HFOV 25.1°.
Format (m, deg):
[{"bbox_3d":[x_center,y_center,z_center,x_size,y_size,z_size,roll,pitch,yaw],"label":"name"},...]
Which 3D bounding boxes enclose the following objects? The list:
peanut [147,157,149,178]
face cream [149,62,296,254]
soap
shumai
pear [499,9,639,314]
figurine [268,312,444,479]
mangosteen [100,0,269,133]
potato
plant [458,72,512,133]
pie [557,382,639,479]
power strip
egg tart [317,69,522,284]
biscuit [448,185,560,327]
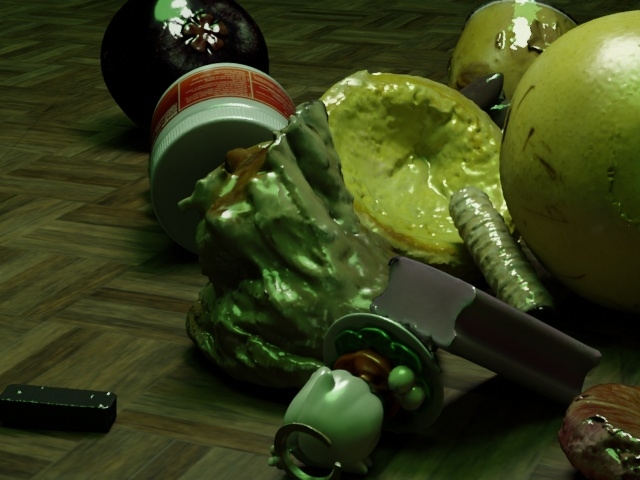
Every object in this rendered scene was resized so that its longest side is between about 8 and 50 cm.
[{"bbox_3d":[-0.199,-0.094,2.022,0.089,0.089,0.193,-4,19,-8],"label":"peanut"},{"bbox_3d":[-0.117,-0.103,1.824,0.201,0.201,0.187,-3,29,-5],"label":"face cream"},{"bbox_3d":[0.158,0.087,1.356,0.203,0.065,0.122,26,-1,-40],"label":"soap"},{"bbox_3d":[0.000,0.000,1.468,0.267,0.262,0.314,-13,24,-29],"label":"shumai"},{"bbox_3d":[0.363,-0.086,1.584,0.348,0.348,0.348,-1,19,0],"label":"pear"},{"bbox_3d":[0.023,0.152,1.261,0.132,0.132,0.153,11,35,32],"label":"figurine"},{"bbox_3d":[-0.228,-0.275,2.348,0.275,0.275,0.302,-9,-12,-22],"label":"mangosteen"},{"bbox_3d":[0.311,-0.197,2.147,0.246,0.196,0.299,-10,-35,43],"label":"potato"},{"bbox_3d":[0.131,-0.131,1.949,0.320,0.194,0.181,-10,24,-18],"label":"plant"},{"bbox_3d":[0.310,0.174,1.218,0.218,0.054,0.204,6,13,-9],"label":"pie"},{"bbox_3d":[-0.249,0.159,1.362,0.111,0.029,0.038,4,19,8],"label":"power strip"},{"bbox_3d":[0.102,-0.064,1.753,0.315,0.120,0.315,12,54,-17],"label":"egg tart"},{"bbox_3d":[0.203,0.023,1.607,0.061,0.055,0.219,29,25,-42],"label":"biscuit"}]
